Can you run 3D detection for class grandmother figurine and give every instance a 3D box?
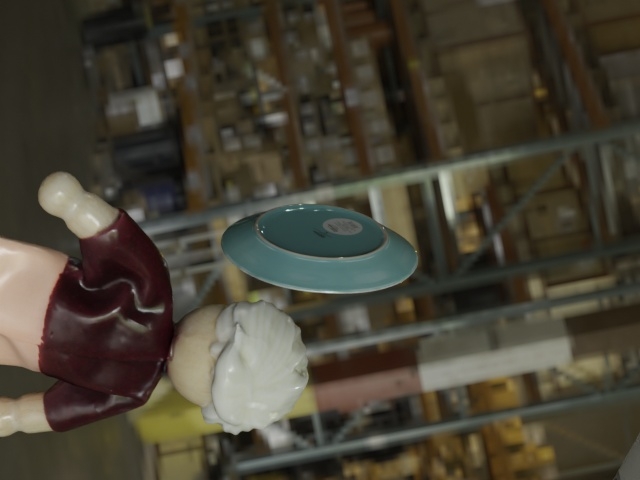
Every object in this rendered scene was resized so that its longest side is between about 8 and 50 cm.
[{"bbox_3d":[-0.172,0.045,1.105,0.104,0.342,0.208,-76,-177,-48],"label":"grandmother figurine"}]

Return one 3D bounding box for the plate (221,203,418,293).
[{"bbox_3d":[0.000,0.000,1.586,0.188,0.188,0.024,-99,-167,-66],"label":"plate"}]

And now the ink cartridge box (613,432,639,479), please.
[{"bbox_3d":[0.331,0.256,1.463,0.207,0.117,0.283,-91,-155,-71],"label":"ink cartridge box"}]
